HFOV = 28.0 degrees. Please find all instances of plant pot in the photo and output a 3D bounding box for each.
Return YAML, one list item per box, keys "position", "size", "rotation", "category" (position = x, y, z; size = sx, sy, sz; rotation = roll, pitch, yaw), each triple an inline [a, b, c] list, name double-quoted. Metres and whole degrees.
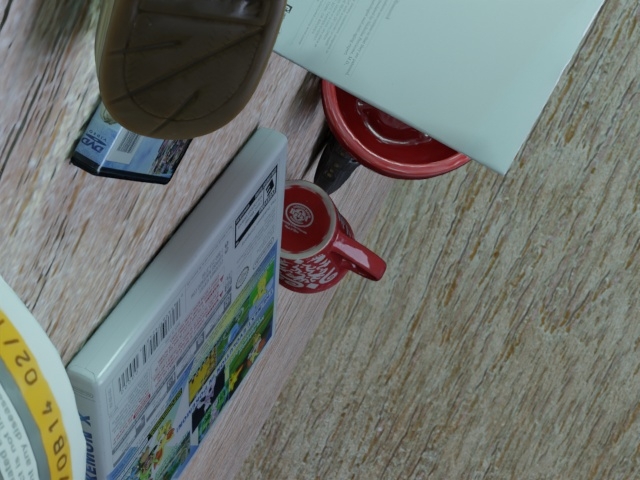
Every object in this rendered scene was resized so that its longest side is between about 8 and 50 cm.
- position: [0.091, -0.155, 1.358]
  size: [0.191, 0.191, 0.174]
  rotation: [-60, -178, -4]
  category: "plant pot"

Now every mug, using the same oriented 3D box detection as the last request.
- position: [-0.003, -0.009, 1.479]
  size: [0.169, 0.150, 0.113]
  rotation: [66, 19, -77]
  category: "mug"

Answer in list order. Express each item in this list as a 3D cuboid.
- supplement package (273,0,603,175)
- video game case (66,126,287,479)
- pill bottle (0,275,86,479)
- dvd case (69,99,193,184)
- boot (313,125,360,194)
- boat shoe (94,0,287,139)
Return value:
- position: [0.087, -0.186, 0.950]
  size: [0.194, 0.203, 0.149]
  rotation: [-61, -176, 10]
  category: "supplement package"
- position: [-0.124, 0.101, 1.195]
  size: [0.300, 0.036, 0.329]
  rotation: [95, 22, -47]
  category: "video game case"
- position: [-0.186, 0.100, 0.316]
  size: [0.162, 0.162, 0.278]
  rotation: [-63, 174, 23]
  category: "pill bottle"
- position: [-0.066, -0.151, 0.813]
  size: [0.253, 0.022, 0.180]
  rotation: [-61, 175, 4]
  category: "dvd case"
- position: [0.074, -0.188, 1.593]
  size: [0.263, 0.091, 0.229]
  rotation: [-53, 177, -26]
  category: "boot"
- position: [-0.036, -0.191, 0.573]
  size: [0.302, 0.109, 0.098]
  rotation: [-65, -148, 32]
  category: "boat shoe"
